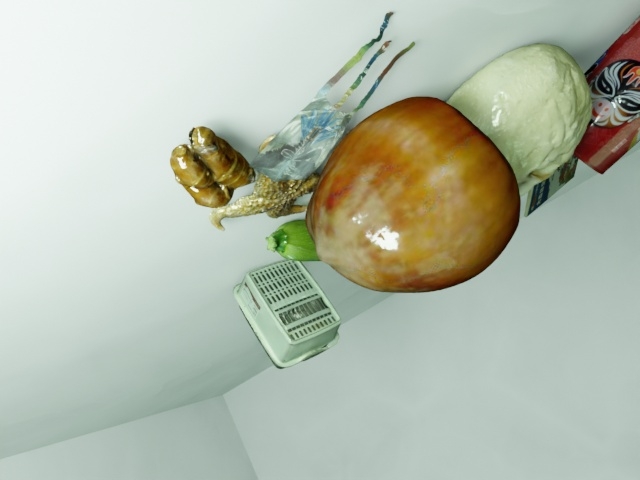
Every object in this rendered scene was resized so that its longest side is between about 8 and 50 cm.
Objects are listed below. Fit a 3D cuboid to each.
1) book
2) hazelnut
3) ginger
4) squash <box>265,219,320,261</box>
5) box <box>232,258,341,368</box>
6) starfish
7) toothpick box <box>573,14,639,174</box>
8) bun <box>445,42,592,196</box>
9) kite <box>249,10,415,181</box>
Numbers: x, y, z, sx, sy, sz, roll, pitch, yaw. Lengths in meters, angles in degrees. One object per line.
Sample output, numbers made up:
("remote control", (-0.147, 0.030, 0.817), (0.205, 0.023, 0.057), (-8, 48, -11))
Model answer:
("book", (0.758, -0.236, 1.510), (0.322, 0.018, 0.228), (-34, 134, -29))
("hazelnut", (0.152, -0.072, 0.838), (0.365, 0.366, 0.366), (-26, 162, -9))
("ginger", (-0.170, -0.108, 0.702), (0.103, 0.073, 0.162), (-44, 155, 2))
("squash", (0.000, 0.000, 1.197), (0.107, 0.107, 0.395), (-39, 160, 30))
("box", (-0.093, 0.203, 1.322), (0.220, 0.290, 0.166), (-17, 147, -33))
("starfish", (-0.060, -0.106, 0.891), (0.299, 0.060, 0.302), (-18, 159, -24))
("toothpick box", (0.700, -0.341, 1.071), (0.204, 0.204, 0.333), (-6, 142, -51))
("bun", (0.407, -0.223, 0.998), (0.352, 0.227, 0.349), (-24, 160, -20))
("kite", (0.025, -0.204, 0.746), (0.310, 0.015, 0.169), (-43, 158, 17))
